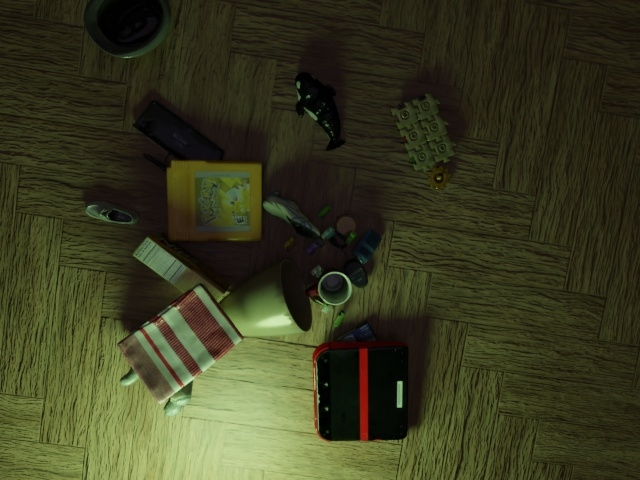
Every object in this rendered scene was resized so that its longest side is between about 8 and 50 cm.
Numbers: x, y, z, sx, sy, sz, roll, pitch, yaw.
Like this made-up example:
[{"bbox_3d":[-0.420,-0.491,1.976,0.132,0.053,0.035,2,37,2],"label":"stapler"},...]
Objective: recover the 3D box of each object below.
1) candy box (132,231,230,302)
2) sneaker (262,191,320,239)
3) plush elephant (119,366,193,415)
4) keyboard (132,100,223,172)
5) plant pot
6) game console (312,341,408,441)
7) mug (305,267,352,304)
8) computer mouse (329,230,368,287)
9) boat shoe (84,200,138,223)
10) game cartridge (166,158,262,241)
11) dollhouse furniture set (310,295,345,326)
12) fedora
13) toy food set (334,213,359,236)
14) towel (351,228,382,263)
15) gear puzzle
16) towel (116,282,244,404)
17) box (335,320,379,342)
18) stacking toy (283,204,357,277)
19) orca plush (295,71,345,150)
[{"bbox_3d":[-0.466,0.103,1.786,0.317,0.183,0.087,37,92,-5],"label":"candy box"},{"bbox_3d":[-0.091,-0.090,1.809,0.237,0.085,0.086,36,70,14],"label":"sneaker"},{"bbox_3d":[-0.561,0.411,1.778,0.256,0.272,0.329,14,66,-17],"label":"plush elephant"},{"bbox_3d":[-0.513,-0.321,1.823,0.317,0.033,0.201,37,87,-4],"label":"keyboard"},{"bbox_3d":[-0.203,0.228,1.798,0.274,0.256,0.256,-20,96,15],"label":"plant pot"},{"bbox_3d":[0.145,0.550,1.892,0.343,0.060,0.385,-2,103,-1],"label":"game console"},{"bbox_3d":[0.028,0.147,1.817,0.151,0.169,0.113,12,95,-3],"label":"mug"},{"bbox_3d":[0.095,0.066,1.877,0.071,0.041,0.242,-30,94,-1],"label":"computer mouse"},{"bbox_3d":[-0.733,-0.092,1.817,0.184,0.063,0.066,19,94,-4],"label":"boat shoe"},{"bbox_3d":[-0.365,-0.137,1.812,0.324,0.053,0.284,-1,99,-10],"label":"game cartridge"},{"bbox_3d":[0.009,0.245,1.868,0.152,0.076,0.058,31,97,-13],"label":"dollhouse furniture set"},{"bbox_3d":[-0.627,-0.722,1.733,0.244,0.124,0.275,44,84,-7],"label":"fedora"},{"bbox_3d":[0.092,-0.054,1.875,0.083,0.020,0.083,21,95,-4],"label":"toy food set"},{"bbox_3d":[0.167,0.020,1.861,0.067,0.029,0.119,39,72,-11],"label":"towel"},{"bbox_3d":[0.384,-0.344,1.854,0.176,0.044,0.338,-24,99,-2],"label":"gear puzzle"},{"bbox_3d":[-0.442,0.321,1.650,0.329,0.037,0.237,-38,86,-9],"label":"towel"},{"bbox_3d":[0.170,0.425,1.914,0.137,0.036,0.225,-31,96,1],"label":"box"},{"bbox_3d":[0.000,0.000,1.824,0.221,0.052,0.167,-45,66,2],"label":"stacking toy"},{"bbox_3d":[-0.006,-0.450,1.794,0.151,0.102,0.286,-14,96,-1],"label":"orca plush"}]
